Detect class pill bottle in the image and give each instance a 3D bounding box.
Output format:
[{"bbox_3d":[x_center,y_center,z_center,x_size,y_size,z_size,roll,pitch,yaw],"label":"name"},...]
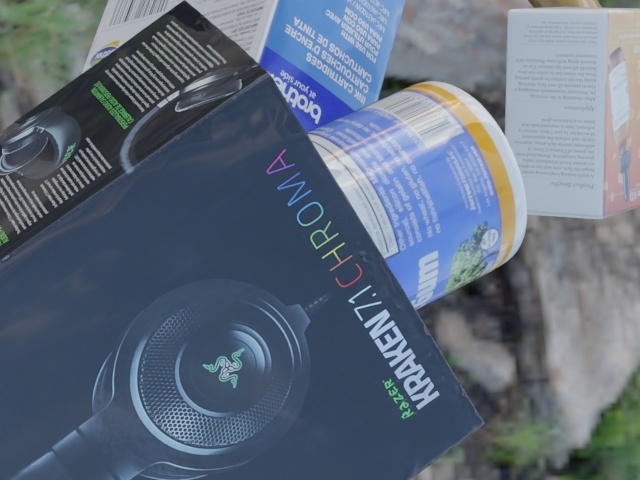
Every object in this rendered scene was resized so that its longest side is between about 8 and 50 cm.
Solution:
[{"bbox_3d":[0.000,0.000,1.305,0.272,0.152,0.152,-26,104,-27],"label":"pill bottle"}]

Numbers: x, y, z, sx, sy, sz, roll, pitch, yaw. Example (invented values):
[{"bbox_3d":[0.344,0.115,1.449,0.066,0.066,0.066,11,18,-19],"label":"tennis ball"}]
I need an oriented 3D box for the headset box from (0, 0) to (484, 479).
[{"bbox_3d":[-0.104,0.067,0.937,0.283,0.131,0.246,-35,121,-6],"label":"headset box"}]

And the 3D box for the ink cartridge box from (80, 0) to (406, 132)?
[{"bbox_3d":[-0.070,-0.188,1.647,0.151,0.270,0.395,35,62,-34],"label":"ink cartridge box"}]

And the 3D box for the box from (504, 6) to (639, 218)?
[{"bbox_3d":[0.221,-0.111,1.551,0.130,0.091,0.170,-16,108,-60],"label":"box"}]

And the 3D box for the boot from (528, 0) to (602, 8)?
[{"bbox_3d":[0.281,-0.275,2.064,0.236,0.089,0.269,55,11,-52],"label":"boot"}]
